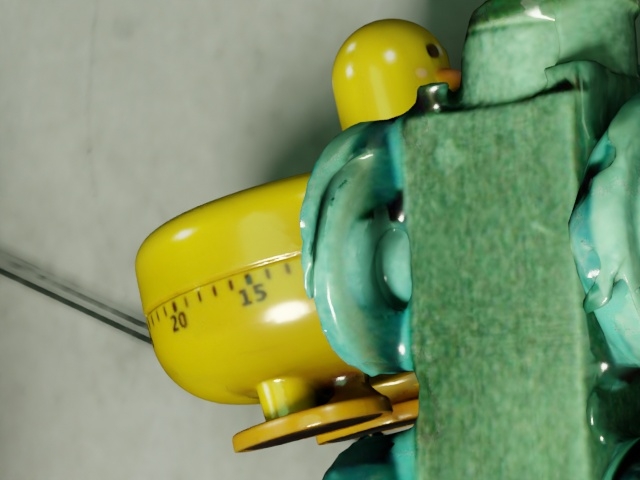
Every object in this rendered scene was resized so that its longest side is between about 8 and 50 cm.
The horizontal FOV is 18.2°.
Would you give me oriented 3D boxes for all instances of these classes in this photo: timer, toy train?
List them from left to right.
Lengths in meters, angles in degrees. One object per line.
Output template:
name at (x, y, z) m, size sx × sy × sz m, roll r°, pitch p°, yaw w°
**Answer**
timer at (0.000, 0.000, 0.566) m, size 0.107 × 0.107 × 0.109 m, roll -19°, pitch 79°, yaw 31°
toy train at (0.073, 0.041, 0.488) m, size 0.107 × 0.154 × 0.198 m, roll -5°, pitch 83°, yaw 37°
